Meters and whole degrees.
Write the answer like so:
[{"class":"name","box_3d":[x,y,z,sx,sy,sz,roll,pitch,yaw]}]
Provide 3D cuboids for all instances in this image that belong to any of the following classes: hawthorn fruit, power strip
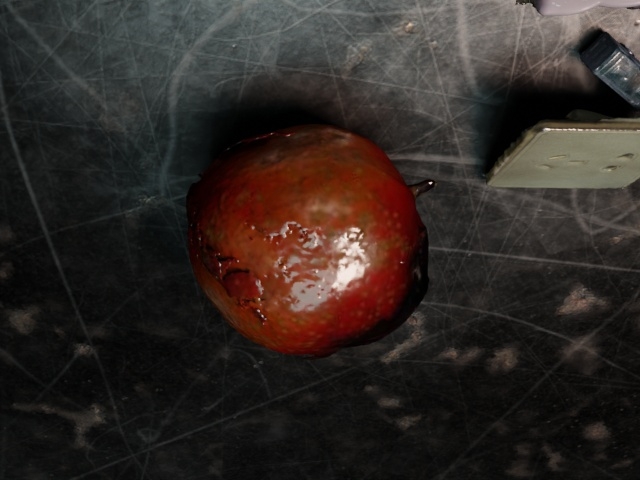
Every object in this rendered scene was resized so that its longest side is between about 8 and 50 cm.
[{"class":"hawthorn fruit","box_3d":[-0.013,0.010,0.879,0.316,0.316,0.315,-1,131,-1]},{"class":"power strip","box_3d":[0.329,-0.124,0.900,0.213,0.064,0.198,1,166,-6]}]

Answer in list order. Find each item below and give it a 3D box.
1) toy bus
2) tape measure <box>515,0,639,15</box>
[{"class":"toy bus","box_3d":[0.390,-0.186,0.866,0.166,0.065,0.047,29,123,-23]},{"class":"tape measure","box_3d":[0.312,-0.326,0.723,0.179,0.105,0.196,7,129,1]}]
